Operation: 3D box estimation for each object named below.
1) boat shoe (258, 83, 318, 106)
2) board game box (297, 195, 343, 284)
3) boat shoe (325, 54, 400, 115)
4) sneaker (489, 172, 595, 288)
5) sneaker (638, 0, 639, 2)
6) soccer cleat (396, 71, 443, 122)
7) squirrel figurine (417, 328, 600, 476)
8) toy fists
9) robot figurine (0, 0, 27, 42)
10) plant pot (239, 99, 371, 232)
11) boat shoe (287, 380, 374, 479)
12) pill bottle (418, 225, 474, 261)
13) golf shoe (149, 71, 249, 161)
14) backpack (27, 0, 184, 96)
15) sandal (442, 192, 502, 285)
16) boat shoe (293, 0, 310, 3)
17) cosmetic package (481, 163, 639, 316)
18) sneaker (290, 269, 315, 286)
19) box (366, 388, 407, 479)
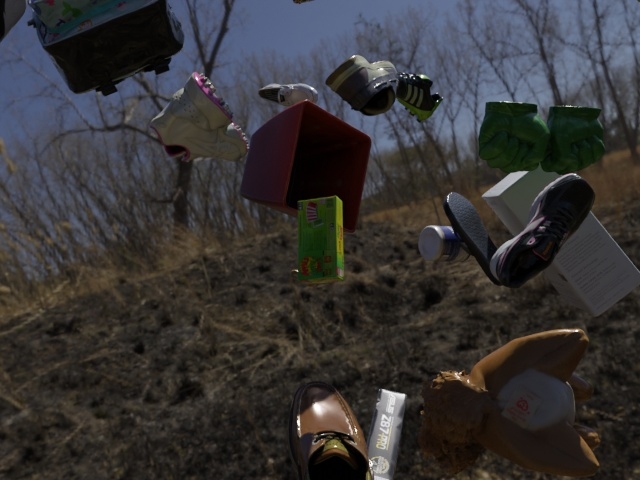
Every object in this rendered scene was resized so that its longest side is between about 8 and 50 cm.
[{"bbox_3d":[-0.114,-0.482,2.025,0.226,0.083,0.076,13,30,38],"label":"boat shoe"},{"bbox_3d":[0.000,0.000,1.305,0.092,0.181,0.043,-7,-17,21],"label":"board game box"},{"bbox_3d":[0.076,-0.220,0.894,0.080,0.073,0.223,-34,-4,23],"label":"boat shoe"},{"bbox_3d":[0.300,-0.002,0.795,0.178,0.072,0.077,-59,0,18],"label":"sneaker"},{"bbox_3d":[0.583,-0.372,0.902,0.084,0.097,0.235,-45,27,1],"label":"sneaker"},{"bbox_3d":[0.162,-0.287,1.116,0.072,0.060,0.179,-48,-42,16],"label":"soccer cleat"},{"bbox_3d":[0.411,0.385,1.359,0.396,0.281,0.370,-8,-20,12],"label":"squirrel figurine"},{"bbox_3d":[0.457,-0.206,1.233,0.279,0.142,0.096,0,11,-15],"label":"toy fists"},{"bbox_3d":[-0.485,-0.293,0.739,0.173,0.278,0.209,30,-26,-14],"label":"robot figurine"},{"bbox_3d":[-0.058,-0.179,1.569,0.235,0.267,0.267,2,-12,43],"label":"plant pot"},{"bbox_3d":[0.023,0.292,0.777,0.110,0.104,0.307,-4,39,-11],"label":"boat shoe"},{"bbox_3d":[0.355,0.010,1.603,0.169,0.094,0.094,2,-10,-28],"label":"pill bottle"},{"bbox_3d":[-0.224,-0.201,1.122,0.140,0.115,0.306,-39,-11,-2],"label":"golf shoe"},{"bbox_3d":[-0.368,-0.381,1.007,0.225,0.191,0.253,-27,39,-8],"label":"backpack"},{"bbox_3d":[0.363,0.001,1.441,0.097,0.254,0.054,-16,-18,-42],"label":"sandal"},{"bbox_3d":[-0.036,-0.589,1.154,0.089,0.105,0.285,-21,-40,-4],"label":"boat shoe"},{"bbox_3d":[0.603,-0.013,1.525,0.156,0.385,0.217,-40,-2,5],"label":"cosmetic package"},{"bbox_3d":[-0.041,0.101,1.651,0.083,0.032,0.037,27,13,31],"label":"sneaker"},{"bbox_3d":[0.156,0.667,1.666,0.097,0.318,0.395,11,33,9],"label":"box"}]
